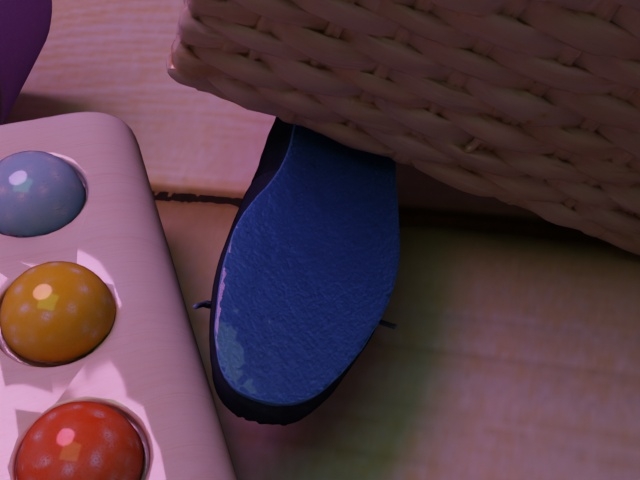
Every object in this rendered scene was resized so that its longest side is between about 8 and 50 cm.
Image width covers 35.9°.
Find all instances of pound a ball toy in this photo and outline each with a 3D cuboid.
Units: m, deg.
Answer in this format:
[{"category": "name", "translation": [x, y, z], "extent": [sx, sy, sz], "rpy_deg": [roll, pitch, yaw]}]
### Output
[{"category": "pound a ball toy", "translation": [-0.157, 0.088, 0.479], "extent": [0.208, 0.135, 0.319], "rpy_deg": [-12, 52, -13]}]

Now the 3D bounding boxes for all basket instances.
[{"category": "basket", "translation": [0.130, -0.197, 0.480], "extent": [0.331, 0.328, 0.266], "rpy_deg": [20, 64, -9]}]

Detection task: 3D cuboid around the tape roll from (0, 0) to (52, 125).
[{"category": "tape roll", "translation": [-0.318, -0.163, 0.627], "extent": [0.275, 0.274, 0.090], "rpy_deg": [6, 57, 16]}]

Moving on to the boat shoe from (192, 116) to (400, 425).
[{"category": "boat shoe", "translation": [0.000, 0.000, 0.565], "extent": [0.109, 0.089, 0.258], "rpy_deg": [24, 50, -3]}]
